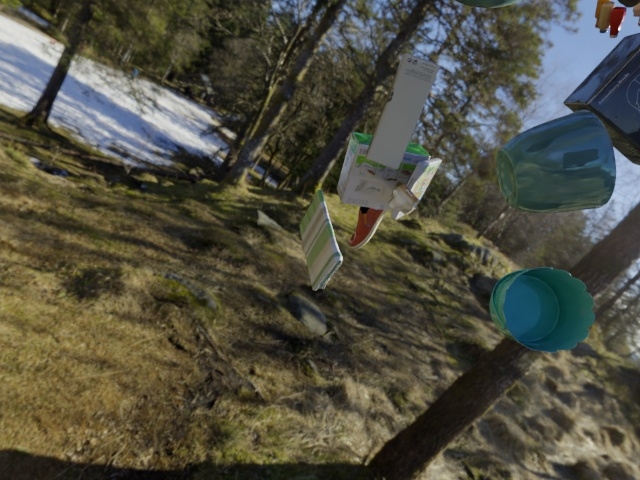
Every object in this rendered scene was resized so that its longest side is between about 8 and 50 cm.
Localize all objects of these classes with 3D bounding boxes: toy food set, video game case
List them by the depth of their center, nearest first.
[{"bbox_3d":[0.311,-0.170,1.325,0.023,0.193,0.212,34,28,18],"label":"video game case"},{"bbox_3d":[1.041,-0.754,1.392,0.232,0.111,0.104,34,-22,40],"label":"toy food set"}]

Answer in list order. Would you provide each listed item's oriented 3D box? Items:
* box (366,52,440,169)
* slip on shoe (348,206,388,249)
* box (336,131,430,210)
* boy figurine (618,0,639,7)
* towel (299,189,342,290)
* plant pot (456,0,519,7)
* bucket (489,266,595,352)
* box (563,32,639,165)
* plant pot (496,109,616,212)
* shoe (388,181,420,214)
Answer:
[{"bbox_3d":[0.211,-0.338,1.088,0.094,0.275,0.113,20,21,-1],"label":"box"},{"bbox_3d":[0.198,-0.102,1.721,0.101,0.331,0.123,22,32,-14],"label":"slip on shoe"},{"bbox_3d":[0.216,-0.236,1.459,0.262,0.231,0.126,6,33,-13],"label":"box"},{"bbox_3d":[0.875,-0.813,1.181,0.092,0.177,0.285,14,64,-30],"label":"boy figurine"},{"bbox_3d":[0.000,0.000,0.740,0.023,0.113,0.152,4,54,-24],"label":"towel"},{"bbox_3d":[0.385,-0.692,0.871,0.290,0.290,0.195,37,-2,13],"label":"plant pot"},{"bbox_3d":[0.701,0.221,1.338,0.281,0.281,0.183,36,-5,7],"label":"bucket"},{"bbox_3d":[1.158,-0.487,1.463,0.395,0.293,0.212,37,20,-6],"label":"box"},{"bbox_3d":[0.673,-0.213,1.228,0.293,0.235,0.292,-12,90,-79],"label":"plant pot"},{"bbox_3d":[0.201,-0.102,1.015,0.076,0.058,0.219,44,12,8],"label":"shoe"}]
